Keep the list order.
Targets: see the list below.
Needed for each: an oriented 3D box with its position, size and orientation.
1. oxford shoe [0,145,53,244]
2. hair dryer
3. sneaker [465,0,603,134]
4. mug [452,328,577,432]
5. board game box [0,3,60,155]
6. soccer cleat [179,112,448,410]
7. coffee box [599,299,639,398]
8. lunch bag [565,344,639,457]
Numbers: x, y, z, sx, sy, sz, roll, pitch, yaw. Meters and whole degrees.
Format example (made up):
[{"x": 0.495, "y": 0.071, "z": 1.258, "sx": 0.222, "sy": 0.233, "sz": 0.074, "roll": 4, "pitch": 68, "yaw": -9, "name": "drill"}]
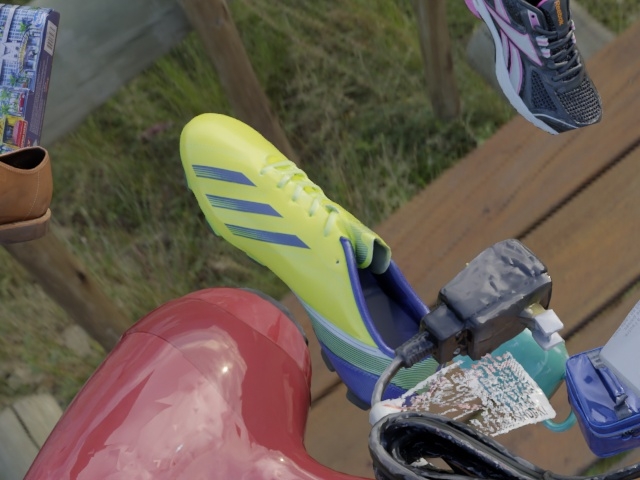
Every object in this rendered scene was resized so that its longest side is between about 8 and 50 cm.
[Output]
[{"x": -0.269, "y": -0.031, "z": 0.932, "sx": 0.076, "sy": 0.212, "sz": 0.076, "roll": 22, "pitch": 111, "yaw": 20, "name": "oxford shoe"}, {"x": 0.007, "y": 0.082, "z": 0.444, "sx": 0.293, "sy": 0.080, "sz": 0.223, "roll": -19, "pitch": 33, "yaw": -17, "name": "hair dryer"}, {"x": 0.175, "y": -0.167, "z": 1.058, "sx": 0.072, "sy": 0.077, "sz": 0.178, "roll": -36, "pitch": 95, "yaw": -21, "name": "sneaker"}, {"x": 0.236, "y": 0.139, "z": 1.528, "sx": 0.157, "sy": 0.129, "sz": 0.097, "roll": 37, "pitch": 95, "yaw": -10, "name": "mug"}, {"x": -0.379, "y": -0.155, "z": 1.337, "sx": 0.194, "sy": 0.060, "sz": 0.194, "roll": 7, "pitch": 85, "yaw": 8, "name": "board game box"}, {"x": 0.001, "y": 0.000, "z": 1.017, "sx": 0.093, "sy": 0.121, "sz": 0.289, "roll": -29, "pitch": 76, "yaw": -38, "name": "soccer cleat"}, {"x": 0.507, "y": 0.105, "z": 1.029, "sx": 0.338, "sy": 0.338, "sz": 0.334, "roll": -54, "pitch": 29, "yaw": 10, "name": "coffee box"}, {"x": 0.269, "y": 0.149, "z": 1.220, "sx": 0.067, "sy": 0.065, "sz": 0.098, "roll": -20, "pitch": 45, "yaw": 0, "name": "lunch bag"}]
